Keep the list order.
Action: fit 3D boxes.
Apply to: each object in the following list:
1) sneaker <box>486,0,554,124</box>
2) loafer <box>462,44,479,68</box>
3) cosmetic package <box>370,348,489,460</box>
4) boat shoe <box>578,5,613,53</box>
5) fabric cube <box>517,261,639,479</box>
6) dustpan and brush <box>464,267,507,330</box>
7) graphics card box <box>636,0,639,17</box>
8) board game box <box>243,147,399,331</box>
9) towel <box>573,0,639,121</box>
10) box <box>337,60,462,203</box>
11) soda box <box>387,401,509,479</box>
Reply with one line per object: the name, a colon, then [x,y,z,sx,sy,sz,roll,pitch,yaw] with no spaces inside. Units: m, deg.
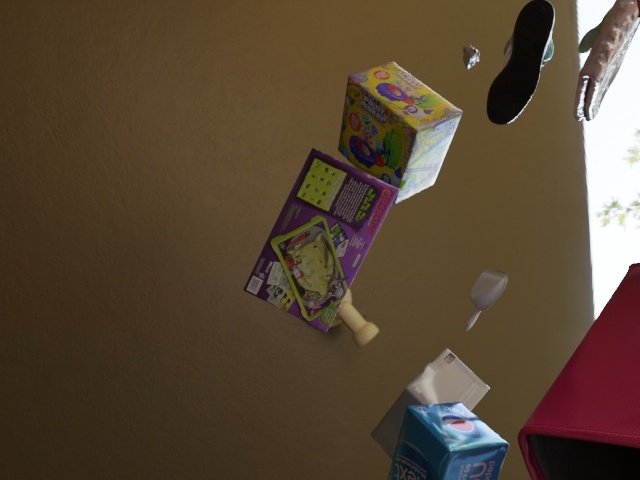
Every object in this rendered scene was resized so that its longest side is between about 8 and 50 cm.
sneaker: [0.527,-0.453,1.123,0.178,0.124,0.295,-22,-49,-60]
loafer: [0.393,-0.481,1.096,0.039,0.125,0.045,-22,-90,18]
cosmetic package: [0.192,0.319,0.782,0.127,0.237,0.107,-30,-117,-32]
boat shoe: [0.732,-0.543,1.095,0.043,0.137,0.049,-6,-117,-20]
fabric cube: [0.340,0.157,0.266,0.258,0.259,0.254,-31,-85,-35]
dustpan and brush: [0.514,0.193,1.354,0.060,0.147,0.211,41,-90,-5]
graphics card box: [0.469,-0.255,0.302,0.094,0.371,0.232,55,-140,-29]
board game box: [0.000,0.000,0.924,0.208,0.056,0.346,27,-85,6]
towel: [0.643,-0.448,0.900,0.317,0.054,0.331,7,-72,-61]
box: [0.219,-0.322,1.267,0.177,0.279,0.290,-27,-121,-24]
soda box: [0.105,0.269,0.412,0.071,0.067,0.209,6,-78,-25]
